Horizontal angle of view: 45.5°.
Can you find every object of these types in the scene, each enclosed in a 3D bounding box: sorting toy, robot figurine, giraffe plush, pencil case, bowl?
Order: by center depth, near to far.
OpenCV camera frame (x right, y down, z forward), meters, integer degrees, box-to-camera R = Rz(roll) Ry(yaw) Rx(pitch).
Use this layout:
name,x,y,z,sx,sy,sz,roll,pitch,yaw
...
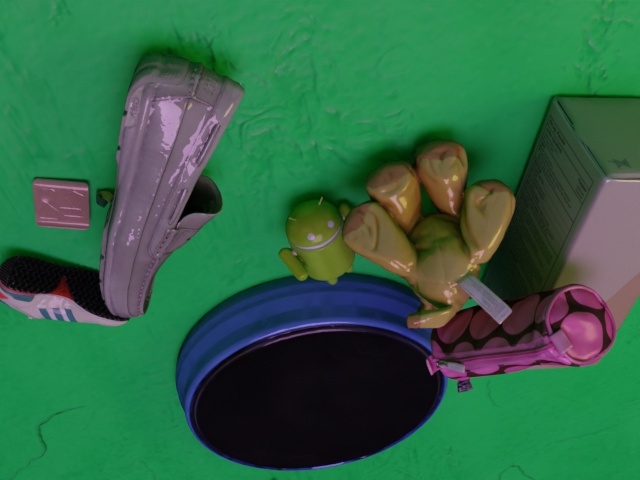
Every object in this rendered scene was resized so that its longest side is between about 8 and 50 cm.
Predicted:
name,x,y,z,sx,sy,sz,roll,pitch,yaw
sorting toy,-0.265,-0.039,0.823,0.083,0.012,0.062,4,129,-11
pencil case,0.210,0.108,0.834,0.098,0.095,0.209,-16,173,-34
giraffe plush,0.134,0.012,0.869,0.181,0.210,0.170,-28,168,0
robot figurine,0.000,0.000,0.877,0.101,0.067,0.115,-36,136,-11
bowl,-0.006,0.204,1.075,0.392,0.077,0.391,-6,136,-6

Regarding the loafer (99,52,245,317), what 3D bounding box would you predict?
name,x,y,z,sx,sy,sz,roll,pitch,yaw
loafer,-0.157,-0.035,0.779,0.112,0.112,0.319,13,131,-12

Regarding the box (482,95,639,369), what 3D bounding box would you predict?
name,x,y,z,sx,sy,sz,roll,pitch,yaw
box,0.298,0.000,0.885,0.121,0.148,0.311,-1,136,-11

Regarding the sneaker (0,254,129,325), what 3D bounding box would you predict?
name,x,y,z,sx,sy,sz,roll,pitch,yaw
sneaker,-0.307,0.068,0.902,0.161,0.057,0.075,21,144,-30
